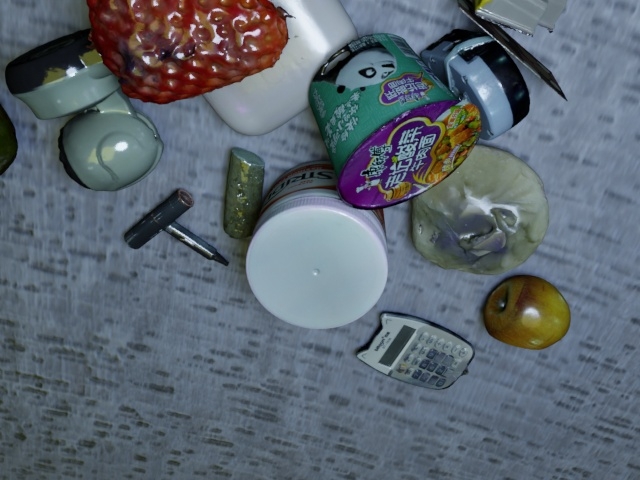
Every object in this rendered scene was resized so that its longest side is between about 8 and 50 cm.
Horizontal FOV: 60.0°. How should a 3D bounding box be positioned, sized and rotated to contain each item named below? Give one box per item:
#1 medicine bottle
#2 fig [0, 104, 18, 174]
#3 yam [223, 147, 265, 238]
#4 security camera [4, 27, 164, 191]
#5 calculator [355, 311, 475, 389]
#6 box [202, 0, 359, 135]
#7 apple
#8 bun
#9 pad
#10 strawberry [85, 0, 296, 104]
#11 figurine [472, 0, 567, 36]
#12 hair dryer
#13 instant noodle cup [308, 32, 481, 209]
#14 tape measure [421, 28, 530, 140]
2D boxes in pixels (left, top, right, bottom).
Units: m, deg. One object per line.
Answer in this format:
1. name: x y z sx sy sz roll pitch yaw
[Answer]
1. medicine bottle: 0.000 0.000 1.056 0.252 0.241 0.253 1 117 2
2. fig: -0.687 -0.173 1.017 0.195 0.245 0.195 9 132 10
3. yam: -0.153 -0.093 1.113 0.078 0.078 0.179 10 115 -1
4. security camera: -0.411 -0.221 1.010 0.191 0.197 0.277 -22 123 1
5. calculator: 0.228 0.261 1.286 0.268 0.040 0.177 25 116 -10
6. box: -0.120 -0.368 0.931 0.288 0.141 0.349 -30 112 19
7. apple: 0.435 0.157 1.163 0.147 0.146 0.163 28 114 -15
8. bun: 0.300 -0.049 1.056 0.272 0.168 0.273 4 115 10
9. pad: 0.312 -0.325 0.915 0.235 0.158 0.003 35 123 -13
10. strawberry: -0.216 -0.292 0.816 0.280 0.150 0.253 34 128 -8
11. figurine: 0.359 -0.443 0.793 0.143 0.308 0.308 40 114 5
12. hair dryer: -0.295 0.008 1.193 0.173 0.050 0.195 -32 114 21
13. instant noodle cup: 0.104 -0.198 0.900 0.251 0.190 0.251 -20 153 -11
14. tape measure: 0.265 -0.260 0.939 0.107 0.181 0.182 -33 109 4
